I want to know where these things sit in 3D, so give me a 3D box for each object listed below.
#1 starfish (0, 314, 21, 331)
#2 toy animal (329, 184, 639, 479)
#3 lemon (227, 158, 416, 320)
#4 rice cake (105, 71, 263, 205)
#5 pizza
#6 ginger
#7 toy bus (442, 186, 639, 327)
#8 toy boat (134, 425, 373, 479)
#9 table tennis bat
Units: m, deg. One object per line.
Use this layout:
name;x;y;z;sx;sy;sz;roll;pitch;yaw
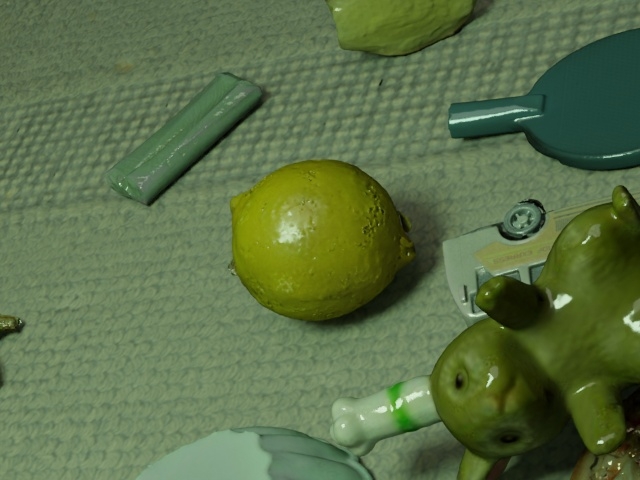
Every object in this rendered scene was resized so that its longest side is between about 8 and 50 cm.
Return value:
starfish;-0.437;0.117;2.069;0.150;0.053;0.210;-18;38;9
toy animal;0.188;0.119;1.514;0.363;0.181;0.180;-37;-4;1
lemon;0.000;0.000;1.820;0.206;0.173;0.173;0;44;6
rice cake;-0.172;-0.131;2.177;0.221;0.042;0.080;-43;44;-17
pizza;0.315;0.199;1.492;0.195;0.052;0.185;12;57;43
ginger;0.109;-0.302;2.139;0.193;0.115;0.123;-10;25;8
toy bus;0.295;0.018;1.672;0.342;0.097;0.138;-16;47;16
toy boat;-0.096;0.261;1.653;0.290;0.100;0.199;-21;39;10
table tennis bat;0.303;-0.156;1.899;0.329;0.044;0.215;-8;45;23
